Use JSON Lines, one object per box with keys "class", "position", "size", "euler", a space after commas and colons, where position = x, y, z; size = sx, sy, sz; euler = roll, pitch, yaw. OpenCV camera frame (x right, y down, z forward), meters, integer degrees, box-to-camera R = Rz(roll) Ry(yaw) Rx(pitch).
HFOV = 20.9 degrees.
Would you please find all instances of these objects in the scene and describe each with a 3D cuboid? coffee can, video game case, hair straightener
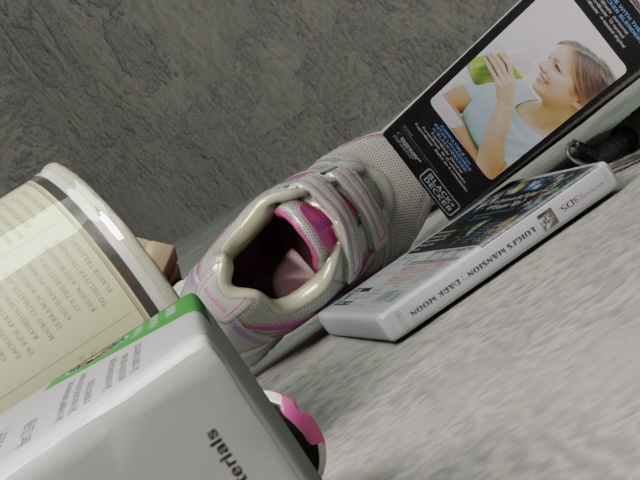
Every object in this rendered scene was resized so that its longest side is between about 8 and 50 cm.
{"class": "coffee can", "position": [-0.203, 0.114, 0.922], "size": [0.275, 0.201, 0.201], "euler": [-34, 5, -16]}
{"class": "video game case", "position": [0.090, 0.009, 1.127], "size": [0.173, 0.022, 0.190], "euler": [-34, 4, -10]}
{"class": "hair straightener", "position": [0.259, -0.118, 1.132], "size": [0.230, 0.047, 0.089], "euler": [-33, 5, -5]}

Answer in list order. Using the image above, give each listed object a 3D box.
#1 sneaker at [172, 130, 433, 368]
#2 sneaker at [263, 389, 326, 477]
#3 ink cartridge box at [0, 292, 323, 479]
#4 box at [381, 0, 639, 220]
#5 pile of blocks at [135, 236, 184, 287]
{"class": "sneaker", "position": [0.000, 0.000, 1.241], "size": [0.252, 0.103, 0.111], "euler": [-42, -3, -28]}
{"class": "sneaker", "position": [-0.067, 0.127, 0.760], "size": [0.170, 0.063, 0.075], "euler": [-36, 3, 32]}
{"class": "ink cartridge box", "position": [-0.129, 0.149, 0.586], "size": [0.289, 0.121, 0.211], "euler": [-33, 5, -3]}
{"class": "box", "position": [0.182, -0.137, 1.187], "size": [0.169, 0.087, 0.290], "euler": [-36, -3, -31]}
{"class": "pile of blocks", "position": [-0.165, 0.131, 1.229], "size": [0.112, 0.149, 0.362], "euler": [13, 33, 14]}
